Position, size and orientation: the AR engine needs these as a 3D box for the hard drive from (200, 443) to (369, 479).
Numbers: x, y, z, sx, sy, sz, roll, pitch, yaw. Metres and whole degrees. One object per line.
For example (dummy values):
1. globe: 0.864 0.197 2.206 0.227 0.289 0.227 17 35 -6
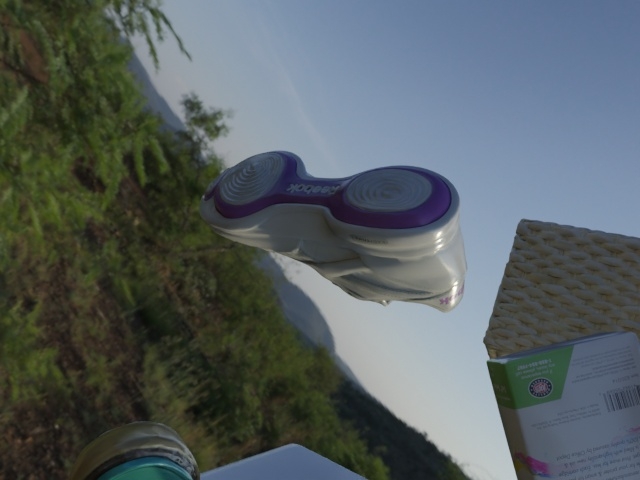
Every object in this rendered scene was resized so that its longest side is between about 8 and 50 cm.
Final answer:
1. hard drive: -0.066 0.304 0.694 0.233 0.047 0.353 15 9 38

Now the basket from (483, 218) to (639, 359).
1. basket: 0.555 0.162 1.469 0.331 0.328 0.266 14 -17 25

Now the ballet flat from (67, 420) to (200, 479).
1. ballet flat: -0.118 0.160 0.437 0.232 0.080 0.073 95 -27 -50

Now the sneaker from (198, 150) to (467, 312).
1. sneaker: 0.000 0.000 0.656 0.305 0.114 0.152 14 -38 40

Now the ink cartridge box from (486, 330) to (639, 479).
1. ink cartridge box: 0.398 0.329 1.011 0.119 0.207 0.353 94 -17 -81
